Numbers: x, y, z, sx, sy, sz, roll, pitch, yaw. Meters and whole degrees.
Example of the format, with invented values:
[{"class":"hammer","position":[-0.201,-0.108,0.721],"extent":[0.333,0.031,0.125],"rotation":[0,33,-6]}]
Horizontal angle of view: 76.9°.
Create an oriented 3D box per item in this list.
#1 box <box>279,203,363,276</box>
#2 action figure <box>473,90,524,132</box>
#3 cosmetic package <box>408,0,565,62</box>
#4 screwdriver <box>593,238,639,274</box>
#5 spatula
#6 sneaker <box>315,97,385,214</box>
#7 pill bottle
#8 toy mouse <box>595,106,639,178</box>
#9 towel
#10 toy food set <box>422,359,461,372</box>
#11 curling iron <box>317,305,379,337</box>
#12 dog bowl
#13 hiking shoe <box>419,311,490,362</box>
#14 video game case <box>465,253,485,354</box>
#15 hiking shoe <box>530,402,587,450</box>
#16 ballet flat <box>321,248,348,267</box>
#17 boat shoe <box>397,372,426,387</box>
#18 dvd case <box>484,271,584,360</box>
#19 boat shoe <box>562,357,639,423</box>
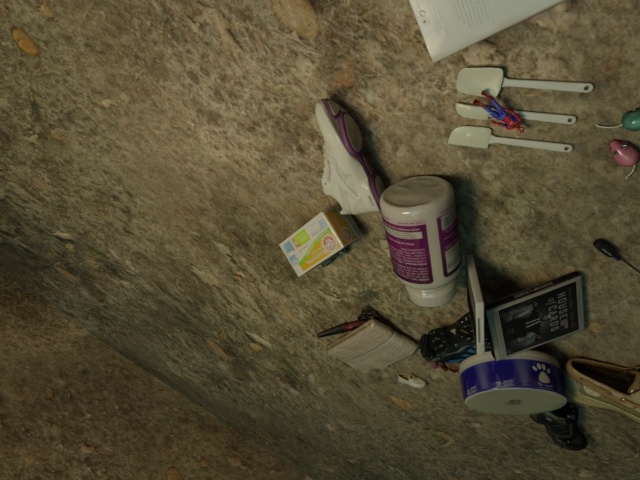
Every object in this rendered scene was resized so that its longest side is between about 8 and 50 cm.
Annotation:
[{"class":"box","position":[0.000,0.000,1.124],"extent":[0.203,0.103,0.114],"rotation":[-36,84,41]},{"class":"action figure","position":[0.358,-0.249,0.800],"extent":[0.115,0.030,0.038],"rotation":[32,132,-6]},{"class":"cosmetic package","position":[0.270,-0.405,0.610],"extent":[0.224,0.224,0.138],"rotation":[-16,116,35]},{"class":"screwdriver","position":[0.676,0.052,0.902],"extent":[0.170,0.024,0.025],"rotation":[38,103,-8]},{"class":"spatula","position":[0.390,-0.255,0.807],"extent":[0.242,0.019,0.168],"rotation":[12,129,18]},{"class":"sneaker","position":[0.042,-0.183,0.971],"extent":[0.152,0.114,0.305],"rotation":[-12,119,32]},{"class":"pill bottle","position":[0.251,0.011,0.982],"extent":[0.169,0.169,0.301],"rotation":[0,125,27]},{"class":"toy mouse","position":[0.588,-0.190,0.749],"extent":[0.143,0.031,0.161],"rotation":[22,132,9]},{"class":"towel","position":[0.163,0.365,1.360],"extent":[0.187,0.049,0.282],"rotation":[31,135,-15]},{"class":"toy food set","position":[0.399,0.400,1.314],"extent":[0.122,0.019,0.078],"rotation":[16,131,5]},{"class":"curling iron","position":[0.088,0.282,1.364],"extent":[0.068,0.035,0.274],"rotation":[43,131,-18]},{"class":"dog bowl","position":[0.532,0.402,1.128],"extent":[0.265,0.104,0.265],"rotation":[3,144,3]},{"class":"hiking shoe","position":[0.440,0.276,1.160],"extent":[0.304,0.113,0.132],"rotation":[-25,142,31]},{"class":"video game case","position":[0.388,0.157,1.013],"extent":[0.022,0.190,0.173],"rotation":[-6,123,15]},{"class":"hiking shoe","position":[0.737,0.549,1.214],"extent":[0.227,0.086,0.114],"rotation":[39,136,-4]},{"class":"ballet flat","position":[0.037,0.042,1.208],"extent":[0.041,0.041,0.114],"rotation":[45,131,-11]},{"class":"boat shoe","position":[0.319,0.486,1.411],"extent":[0.100,0.035,0.035],"rotation":[8,131,30]},{"class":"dvd case","position":[0.530,0.192,1.000],"extent":[0.238,0.029,0.179],"rotation":[-21,118,4]},{"class":"boat shoe","position":[0.813,0.388,1.027],"extent":[0.341,0.121,0.110],"rotation":[7,129,23]}]
